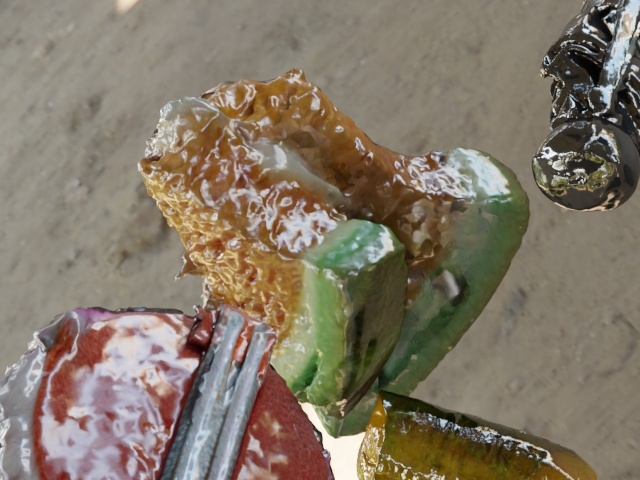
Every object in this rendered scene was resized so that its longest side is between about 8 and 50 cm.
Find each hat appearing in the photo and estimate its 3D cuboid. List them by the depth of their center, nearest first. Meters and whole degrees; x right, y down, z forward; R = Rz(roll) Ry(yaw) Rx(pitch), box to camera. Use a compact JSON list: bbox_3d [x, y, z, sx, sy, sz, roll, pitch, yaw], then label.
[{"bbox_3d":[-0.088,0.126,0.465,0.227,0.129,0.140,-50,37,40],"label":"hat"}]

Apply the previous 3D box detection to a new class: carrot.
[{"bbox_3d":[0.107,0.164,0.869,0.173,0.082,0.082,15,61,12],"label":"carrot"}]

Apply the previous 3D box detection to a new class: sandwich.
[{"bbox_3d":[0.000,0.000,0.894,0.250,0.301,0.162,-48,23,13],"label":"sandwich"}]

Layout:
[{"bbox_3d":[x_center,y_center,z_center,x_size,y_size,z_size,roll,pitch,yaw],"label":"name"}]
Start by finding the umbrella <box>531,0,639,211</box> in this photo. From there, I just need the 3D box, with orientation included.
[{"bbox_3d":[0.215,-0.143,0.792,0.357,0.113,0.106,-57,-3,-46],"label":"umbrella"}]
